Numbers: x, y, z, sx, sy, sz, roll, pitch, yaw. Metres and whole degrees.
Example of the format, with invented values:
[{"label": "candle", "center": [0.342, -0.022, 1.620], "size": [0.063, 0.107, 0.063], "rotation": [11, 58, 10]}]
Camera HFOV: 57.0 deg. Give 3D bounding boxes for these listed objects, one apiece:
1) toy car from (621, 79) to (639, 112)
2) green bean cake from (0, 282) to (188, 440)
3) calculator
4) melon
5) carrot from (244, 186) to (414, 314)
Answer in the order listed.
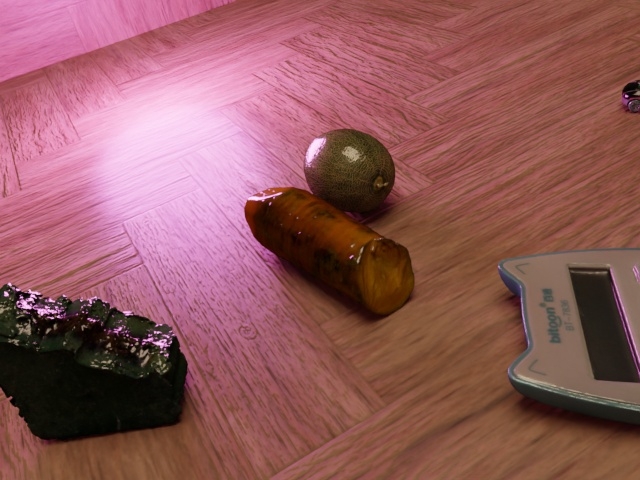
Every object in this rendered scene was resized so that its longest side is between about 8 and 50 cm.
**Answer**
[{"label": "toy car", "center": [0.622, -0.265, 1.060], "size": [0.142, 0.055, 0.069], "rotation": [11, 46, 32]}, {"label": "green bean cake", "center": [-0.275, 0.136, 0.711], "size": [0.208, 0.193, 0.107], "rotation": [-7, 31, 8]}, {"label": "calculator", "center": [0.402, 0.098, 0.648], "size": [0.386, 0.054, 0.256], "rotation": [-2, 37, 14]}, {"label": "melon", "center": [0.049, -0.115, 0.980], "size": [0.139, 0.139, 0.192], "rotation": [-31, 37, -22]}, {"label": "carrot", "center": [0.000, 0.000, 0.869], "size": [0.114, 0.114, 0.302], "rotation": [-34, 41, -25]}]
